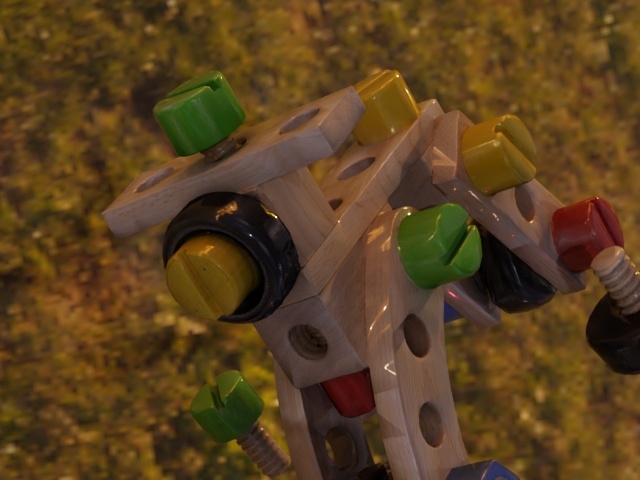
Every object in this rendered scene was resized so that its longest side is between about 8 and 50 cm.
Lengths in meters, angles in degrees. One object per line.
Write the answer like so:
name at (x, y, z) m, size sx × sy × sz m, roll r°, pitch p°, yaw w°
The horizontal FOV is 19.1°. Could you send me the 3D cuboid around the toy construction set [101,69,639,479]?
toy construction set at (0.000, 0.000, 0.911) m, size 0.257 × 0.309 × 0.237 m, roll -48°, pitch 111°, yaw -24°
